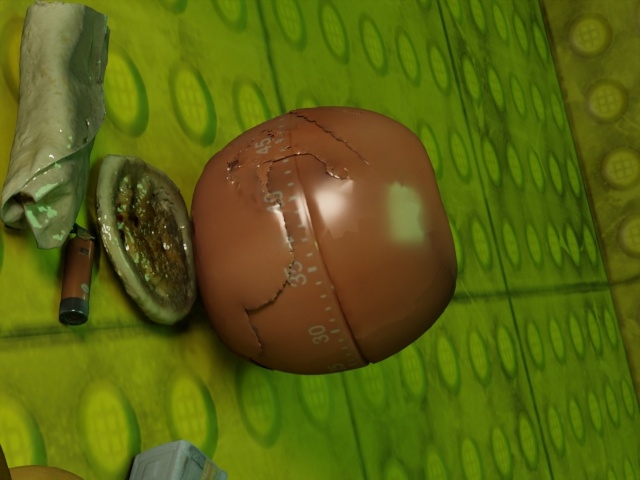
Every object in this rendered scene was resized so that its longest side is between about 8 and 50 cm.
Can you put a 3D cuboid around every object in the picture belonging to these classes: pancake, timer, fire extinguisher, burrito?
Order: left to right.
[{"bbox_3d":[-0.193,-0.096,1.104,0.087,0.060,0.226,56,27,-48],"label":"burrito"},{"bbox_3d":[-0.182,0.021,1.110,0.028,0.022,0.083,19,53,-27],"label":"fire extinguisher"},{"bbox_3d":[-0.140,-0.001,1.216,0.152,0.025,0.151,-14,90,-69],"label":"pancake"},{"bbox_3d":[0.000,0.000,1.278,0.229,0.215,0.229,-16,90,-89],"label":"timer"}]

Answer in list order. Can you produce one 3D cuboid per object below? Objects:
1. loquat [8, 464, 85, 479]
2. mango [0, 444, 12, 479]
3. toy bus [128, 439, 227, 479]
[{"bbox_3d":[-0.176,0.205,0.905,0.137,0.113,0.137,159,-90,-88],"label":"loquat"},{"bbox_3d":[-0.230,0.126,0.701,0.136,0.166,0.236,-90,161,-78],"label":"mango"},{"bbox_3d":[-0.115,0.234,1.078,0.075,0.064,0.190,53,30,-30],"label":"toy bus"}]
